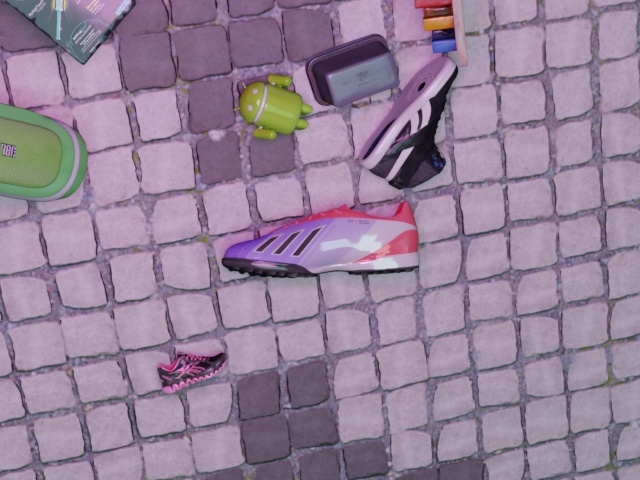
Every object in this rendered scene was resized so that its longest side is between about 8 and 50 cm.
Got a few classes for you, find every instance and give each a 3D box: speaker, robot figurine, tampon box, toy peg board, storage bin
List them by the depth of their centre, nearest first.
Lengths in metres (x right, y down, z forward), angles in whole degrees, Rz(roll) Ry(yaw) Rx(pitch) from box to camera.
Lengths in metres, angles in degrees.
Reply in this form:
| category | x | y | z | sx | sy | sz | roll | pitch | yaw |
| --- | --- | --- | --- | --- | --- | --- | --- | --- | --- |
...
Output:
| category | x | y | z | sx | sy | sz | roll | pitch | yaw |
| --- | --- | --- | --- | --- | --- | --- | --- | --- | --- |
| speaker | -0.468 | -0.129 | 1.644 | 0.296 | 0.131 | 0.131 | 9 | 110 | -53 |
| tampon box | -0.359 | -0.350 | 1.677 | 0.161 | 0.101 | 0.120 | 40 | 96 | -20 |
| toy peg board | 0.172 | -0.351 | 1.772 | 0.079 | 0.161 | 0.161 | -5 | 111 | 8 |
| robot figurine | -0.072 | -0.201 | 1.808 | 0.115 | 0.067 | 0.101 | 17 | 86 | -16 |
| storage bin | 0.056 | -0.246 | 1.809 | 0.135 | 0.091 | 0.098 | -20 | 111 | -4 |

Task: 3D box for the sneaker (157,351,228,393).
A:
| category | x | y | z | sx | sy | sz | roll | pitch | yaw |
| --- | --- | --- | --- | --- | --- | --- | --- | --- | --- |
| sneaker | -0.210 | 0.203 | 1.930 | 0.119 | 0.047 | 0.057 | -23 | 100 | -5 |

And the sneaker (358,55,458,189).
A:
| category | x | y | z | sx | sy | sz | roll | pitch | yaw |
| --- | --- | --- | --- | --- | --- | --- | --- | --- | --- |
| sneaker | 0.169 | -0.177 | 1.869 | 0.121 | 0.079 | 0.217 | 33 | 107 | -23 |

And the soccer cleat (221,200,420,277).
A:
| category | x | y | z | sx | sy | sz | roll | pitch | yaw |
| --- | --- | --- | --- | --- | --- | --- | --- | --- | --- |
| soccer cleat | 0.000 | 0.000 | 1.884 | 0.318 | 0.108 | 0.116 | -2 | 88 | -10 |
